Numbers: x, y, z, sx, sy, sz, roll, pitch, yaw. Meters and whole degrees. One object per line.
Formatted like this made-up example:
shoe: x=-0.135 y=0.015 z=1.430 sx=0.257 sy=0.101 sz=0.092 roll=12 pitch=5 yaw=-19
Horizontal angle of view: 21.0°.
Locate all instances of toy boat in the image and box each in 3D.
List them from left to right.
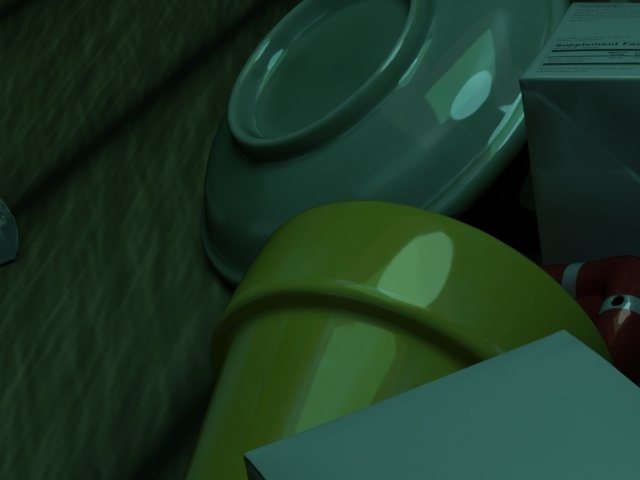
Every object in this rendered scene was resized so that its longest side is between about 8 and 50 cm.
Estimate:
toy boat: x=0.128 y=0.057 z=1.200 sx=0.231 sy=0.151 sz=0.151 roll=-5 pitch=45 yaw=38

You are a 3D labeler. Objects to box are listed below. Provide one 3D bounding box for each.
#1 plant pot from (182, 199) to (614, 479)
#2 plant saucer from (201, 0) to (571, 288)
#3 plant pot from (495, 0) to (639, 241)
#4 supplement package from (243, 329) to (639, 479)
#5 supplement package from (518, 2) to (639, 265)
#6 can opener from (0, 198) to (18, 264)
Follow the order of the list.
plant pot: x=0.025 y=0.145 z=1.053 sx=0.254 sy=0.254 sz=0.239 roll=7 pitch=48 yaw=30
plant saucer: x=0.028 y=-0.134 z=1.518 sx=0.400 sy=0.100 sz=0.400 roll=-30 pitch=33 yaw=23
plant pot: x=0.242 y=-0.108 z=1.502 sx=0.215 sy=0.215 sz=0.230 roll=6 pitch=44 yaw=29
supplement package: x=0.098 y=0.224 z=0.792 sx=0.177 sy=0.293 sz=0.175 roll=-19 pitch=29 yaw=-17
supplement package: x=0.300 y=-0.056 z=1.261 sx=0.262 sy=0.204 sz=0.145 roll=3 pitch=30 yaw=24
can opener: x=-0.419 y=0.030 z=1.618 sx=0.283 sy=0.076 sz=0.095 roll=-22 pitch=-3 yaw=-20
